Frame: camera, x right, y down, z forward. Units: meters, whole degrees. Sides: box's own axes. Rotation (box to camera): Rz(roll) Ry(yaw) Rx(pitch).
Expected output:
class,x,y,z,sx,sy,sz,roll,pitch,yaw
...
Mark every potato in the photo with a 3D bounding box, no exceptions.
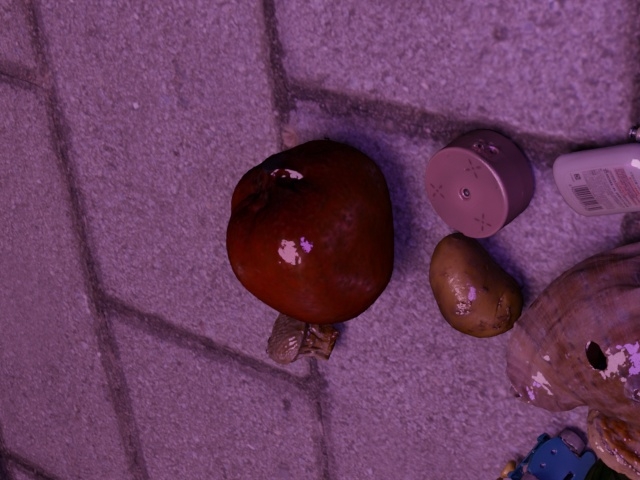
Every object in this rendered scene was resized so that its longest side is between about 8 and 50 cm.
class,x,y,z,sx,sy,sz,roll,pitch,yaw
potato,0.234,0.075,1.861,0.176,0.137,0.137,49,141,8

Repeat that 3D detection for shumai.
class,x,y,z,sx,sy,sz,roll,pitch,yaw
shumai,-0.025,0.175,2.215,0.116,0.145,0.145,20,146,-20

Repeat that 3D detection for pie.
class,x,y,z,sx,sy,sz,roll,pitch,yaw
pie,0.477,0.284,1.721,0.205,0.179,0.084,29,142,6

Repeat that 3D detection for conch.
class,x,y,z,sx,sy,sz,roll,pitch,yaw
conch,0.414,0.138,1.624,0.186,0.324,0.263,79,178,-81

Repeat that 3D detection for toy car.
class,x,y,z,sx,sy,sz,roll,pitch,yaw
toy car,0.398,0.396,1.953,0.161,0.126,0.098,45,162,-5

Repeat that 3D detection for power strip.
class,x,y,z,sx,sy,sz,roll,pitch,yaw
power strip,0.236,-0.087,1.775,0.154,0.078,0.154,26,131,33

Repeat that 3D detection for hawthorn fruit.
class,x,y,z,sx,sy,sz,roll,pitch,yaw
hawthorn fruit,-0.014,-0.003,1.927,0.295,0.295,0.311,11,121,40

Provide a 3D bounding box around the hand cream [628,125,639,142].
class,x,y,z,sx,sy,sz,roll,pitch,yaw
hand cream,0.456,-0.130,1.570,0.102,0.022,0.035,21,141,28

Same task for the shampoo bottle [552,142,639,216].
class,x,y,z,sx,sy,sz,roll,pitch,yaw
shampoo bottle,0.421,-0.084,1.604,0.221,0.051,0.108,-7,126,48

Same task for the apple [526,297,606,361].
class,x,y,z,sx,sy,sz,roll,pitch,yaw
apple,0.364,0.145,1.775,0.146,0.131,0.146,24,128,36

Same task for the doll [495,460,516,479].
class,x,y,z,sx,sy,sz,roll,pitch,yaw
doll,0.413,0.486,1.997,0.293,0.119,0.138,38,105,26

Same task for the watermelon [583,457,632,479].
class,x,y,z,sx,sy,sz,roll,pitch,yaw
watermelon,0.492,0.414,1.801,0.215,0.188,0.188,57,141,0
